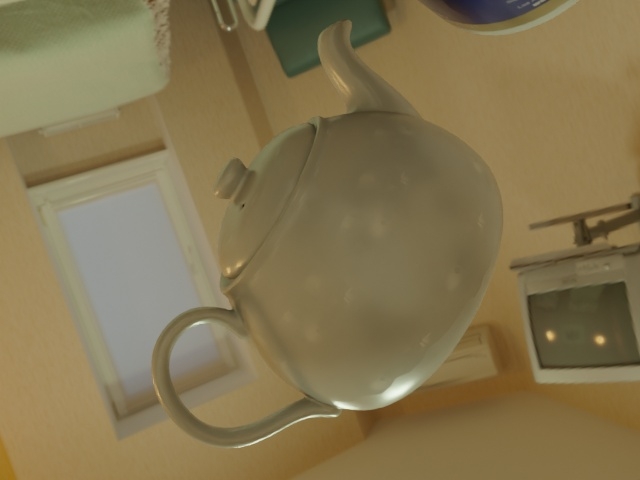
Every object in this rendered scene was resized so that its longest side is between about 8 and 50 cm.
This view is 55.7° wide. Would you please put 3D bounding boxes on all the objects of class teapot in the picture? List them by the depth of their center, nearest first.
[{"bbox_3d":[0.000,0.000,0.477,0.252,0.187,0.256,-52,-162,32],"label":"teapot"}]

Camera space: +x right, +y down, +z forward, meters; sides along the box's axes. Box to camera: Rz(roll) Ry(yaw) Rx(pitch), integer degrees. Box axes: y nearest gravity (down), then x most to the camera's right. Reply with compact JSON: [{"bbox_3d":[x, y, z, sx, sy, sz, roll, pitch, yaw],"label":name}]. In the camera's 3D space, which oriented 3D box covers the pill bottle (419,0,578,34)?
[{"bbox_3d":[0.054,-0.221,0.305,0.153,0.153,0.264,-18,163,37],"label":"pill bottle"}]
